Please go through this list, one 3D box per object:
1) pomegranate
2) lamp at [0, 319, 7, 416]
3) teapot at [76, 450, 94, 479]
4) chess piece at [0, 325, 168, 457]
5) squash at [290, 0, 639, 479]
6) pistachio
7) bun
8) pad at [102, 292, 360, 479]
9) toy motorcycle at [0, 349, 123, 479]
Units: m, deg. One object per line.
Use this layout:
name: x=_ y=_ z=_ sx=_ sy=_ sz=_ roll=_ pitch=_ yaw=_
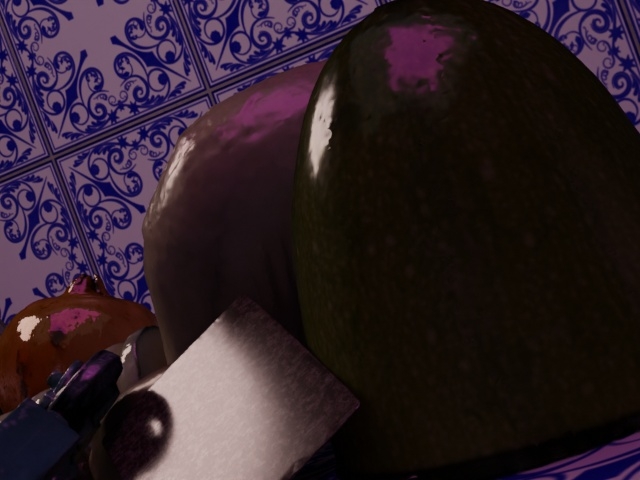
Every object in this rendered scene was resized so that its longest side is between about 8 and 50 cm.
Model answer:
pomegranate: x=-0.254 y=0.151 z=1.770 sx=0.209 sy=0.209 sz=0.209 roll=-20 pitch=2 yaw=1
lamp: x=-0.506 y=0.194 z=2.059 sx=0.272 sy=0.205 sz=0.374 roll=-43 pitch=21 yaw=10
teapot: x=-0.258 y=0.224 z=1.460 sx=0.080 sy=0.085 sz=0.110 roll=-21 pitch=21 yaw=25
chess piece: x=-0.236 y=0.189 z=1.579 sx=0.243 sy=0.133 sz=0.133 roll=-25 pitch=0 yaw=22
squash: x=0.110 y=-0.024 z=1.089 sx=0.310 sy=0.309 sz=0.310 roll=-19 pitch=4 yaw=1
pistachio: x=-0.084 y=0.149 z=1.229 sx=0.206 sy=0.129 sz=0.131 roll=-24 pitch=45 yaw=30
bun: x=0.000 y=0.000 z=1.373 sx=0.361 sy=0.361 sz=0.213 roll=-21 pitch=44 yaw=-19
pad: x=-0.069 y=0.126 z=1.093 sx=0.158 sy=0.003 sz=0.235 roll=-46 pitch=27 yaw=-4
toy motorcycle: x=-0.244 y=0.193 z=1.133 sx=0.198 sy=0.109 sz=0.296 roll=-56 pitch=-3 yaw=26
